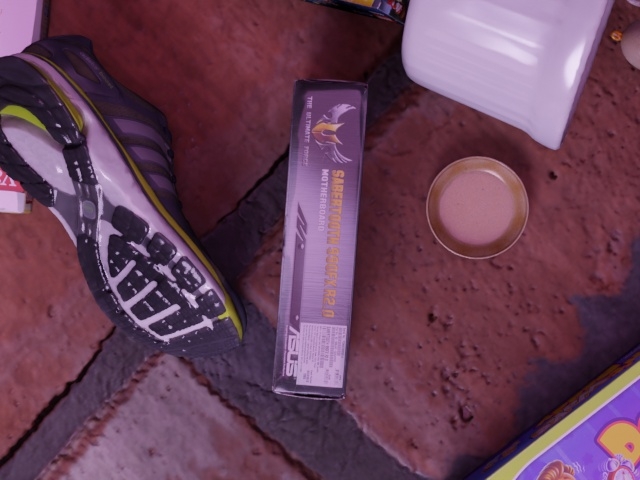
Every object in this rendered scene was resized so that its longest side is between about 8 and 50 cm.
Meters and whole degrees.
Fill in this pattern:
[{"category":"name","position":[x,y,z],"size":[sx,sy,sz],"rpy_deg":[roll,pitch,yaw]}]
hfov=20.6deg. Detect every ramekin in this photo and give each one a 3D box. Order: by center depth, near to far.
[{"category":"ramekin","position":[0.161,-0.219,1.312],"size":[0.135,0.277,0.277],"rpy_deg":[19,89,7]}]

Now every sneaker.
[{"category":"sneaker","position":[-0.144,-0.039,1.382],"size":[0.111,0.121,0.300],"rpy_deg":[-20,111,35]}]

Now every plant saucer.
[{"category":"plant saucer","position":[0.127,-0.027,1.432],"size":[0.083,0.015,0.083],"rpy_deg":[0,89,-1]}]

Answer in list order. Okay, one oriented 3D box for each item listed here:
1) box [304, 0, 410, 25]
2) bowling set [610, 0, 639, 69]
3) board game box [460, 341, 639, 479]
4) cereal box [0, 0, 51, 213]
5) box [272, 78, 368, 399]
[{"category":"box","position":[-0.008,-0.267,1.356],"size":[0.233,0.044,0.159],"rpy_deg":[20,89,36]},{"category":"bowling set","position":[0.377,-0.148,1.312],"size":[0.287,0.200,0.154],"rpy_deg":[15,88,-12]},{"category":"board game box","position":[0.293,0.202,1.400],"size":[0.347,0.078,0.233],"rpy_deg":[-38,90,-1]},{"category":"cereal box","position":[-0.308,-0.146,1.413],"size":[0.173,0.047,0.240],"rpy_deg":[4,89,-1]},{"category":"box","position":[0.000,0.000,1.348],"size":[0.056,0.183,0.231],"rpy_deg":[5,89,1]}]
